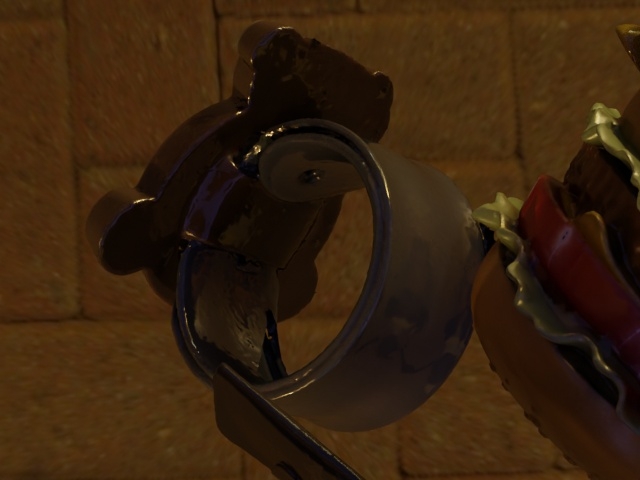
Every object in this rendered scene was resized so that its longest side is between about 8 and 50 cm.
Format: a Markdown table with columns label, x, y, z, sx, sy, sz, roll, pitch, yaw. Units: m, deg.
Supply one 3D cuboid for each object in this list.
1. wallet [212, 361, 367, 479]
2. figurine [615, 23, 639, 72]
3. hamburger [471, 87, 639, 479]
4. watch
| label | x | y | z | sx | sy | sz | roll | pitch | yaw |
| --- | --- | --- | --- | --- | --- | --- | --- | --- | --- |
| wallet | -0.015 | 0.149 | 1.153 | 0.156 | 0.082 | 0.018 | 38 | 59 | 26 |
| figurine | 0.339 | -0.162 | 1.222 | 0.228 | 0.215 | 0.215 | -17 | 86 | -1 |
| hamburger | 0.219 | 0.051 | 1.048 | 0.274 | 0.274 | 0.212 | 43 | 105 | 2 |
| watch | 0.000 | 0.000 | 1.634 | 0.327 | 0.314 | 0.335 | 37 | 100 | 41 |
